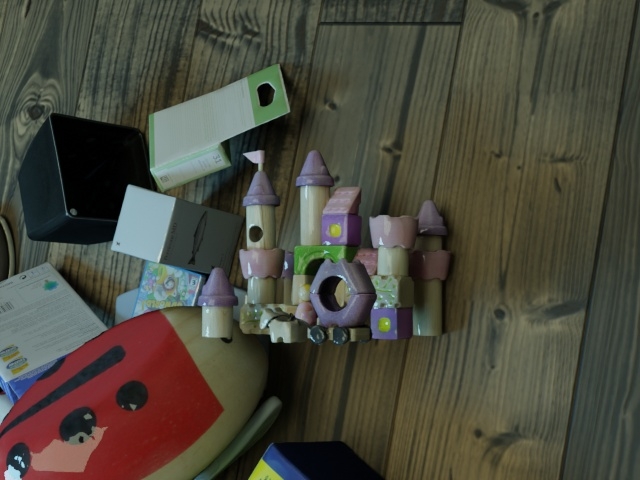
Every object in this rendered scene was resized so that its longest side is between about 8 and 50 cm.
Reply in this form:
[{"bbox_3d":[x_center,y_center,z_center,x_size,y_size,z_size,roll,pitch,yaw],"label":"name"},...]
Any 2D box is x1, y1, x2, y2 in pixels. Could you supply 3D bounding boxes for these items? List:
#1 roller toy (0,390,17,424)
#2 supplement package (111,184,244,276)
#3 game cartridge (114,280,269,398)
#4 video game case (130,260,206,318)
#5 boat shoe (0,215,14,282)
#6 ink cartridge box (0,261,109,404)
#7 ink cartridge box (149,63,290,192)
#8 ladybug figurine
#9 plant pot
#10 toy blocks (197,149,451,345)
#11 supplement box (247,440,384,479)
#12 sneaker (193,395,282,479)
[{"bbox_3d":[-0.461,0.318,1.634,0.191,0.146,0.209,32,127,27],"label":"roller toy"},{"bbox_3d":[-0.220,-0.012,1.549,0.105,0.179,0.105,15,90,32],"label":"supplement package"},{"bbox_3d":[-0.216,0.162,1.592,0.297,0.062,0.198,-3,84,31],"label":"game cartridge"},{"bbox_3d":[-0.252,0.122,1.582,0.119,0.015,0.166,15,90,32],"label":"video game case"},{"bbox_3d":[-0.648,0.103,1.835,0.116,0.096,0.325,2,82,31],"label":"boat shoe"},{"bbox_3d":[-0.467,0.158,1.639,0.311,0.185,0.065,35,140,44],"label":"ink cartridge box"},{"bbox_3d":[-0.157,-0.182,1.573,0.235,0.056,0.171,-20,37,5],"label":"ink cartridge box"},{"bbox_3d":[-0.286,0.242,1.389,0.449,0.162,0.305,-37,34,-13],"label":"ladybug figurine"},{"bbox_3d":[-0.409,-0.085,1.687,0.167,0.188,0.188,-29,68,38],"label":"plant pot"},{"bbox_3d":[0.000,0.000,1.338,0.288,0.309,0.260,0,88,31],"label":"toy blocks"},{"bbox_3d":[-0.041,0.474,1.348,0.194,0.195,0.357,36,100,31],"label":"supplement box"},{"bbox_3d":[-0.187,0.285,1.487,0.147,0.104,0.296,51,121,9],"label":"sneaker"}]
